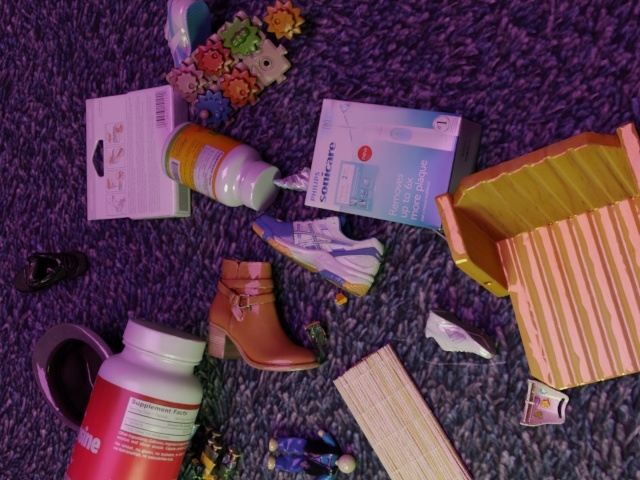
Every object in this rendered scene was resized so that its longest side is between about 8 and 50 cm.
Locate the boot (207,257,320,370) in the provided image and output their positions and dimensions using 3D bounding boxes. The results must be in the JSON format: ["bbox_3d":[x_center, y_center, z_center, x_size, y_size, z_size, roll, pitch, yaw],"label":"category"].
[{"bbox_3d":[-0.113,0.155,1.891,0.283,0.109,0.220,9,90,37],"label":"boot"}]

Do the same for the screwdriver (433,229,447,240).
[{"bbox_3d":[0.254,0.009,1.722,0.170,0.024,0.025,36,135,32],"label":"screwdriver"}]

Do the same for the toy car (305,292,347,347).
[{"bbox_3d":[0.018,0.164,1.853,0.122,0.060,0.040,-42,25,5],"label":"toy car"}]

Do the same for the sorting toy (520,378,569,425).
[{"bbox_3d":[0.407,0.296,1.618,0.075,0.045,0.083,12,95,22],"label":"sorting toy"}]

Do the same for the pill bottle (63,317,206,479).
[{"bbox_3d":[-0.386,0.385,1.910,0.229,0.229,0.407,15,86,29],"label":"pill bottle"}]

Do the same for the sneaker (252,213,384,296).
[{"bbox_3d":[0.000,0.000,1.832,0.296,0.112,0.131,28,85,26],"label":"sneaker"}]

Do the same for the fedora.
[{"bbox_3d":[-0.532,0.317,2.102,0.275,0.124,0.243,46,112,15],"label":"fedora"}]

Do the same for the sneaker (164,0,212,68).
[{"bbox_3d":[-0.292,-0.427,1.975,0.092,0.087,0.228,33,131,35],"label":"sneaker"}]

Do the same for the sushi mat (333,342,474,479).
[{"bbox_3d":[0.158,0.371,1.770,0.151,0.019,0.316,-40,71,24],"label":"sushi mat"}]

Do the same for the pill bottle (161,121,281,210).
[{"bbox_3d":[-0.209,-0.154,1.917,0.246,0.136,0.136,25,102,27],"label":"pill bottle"}]

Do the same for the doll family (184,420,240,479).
[{"bbox_3d":[-0.264,0.475,1.975,0.193,0.076,0.111,35,106,42],"label":"doll family"}]

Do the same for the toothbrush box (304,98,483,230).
[{"bbox_3d":[0.139,-0.145,1.725,0.296,0.126,0.216,13,93,30],"label":"toothbrush box"}]

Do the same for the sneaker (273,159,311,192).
[{"bbox_3d":[-0.047,-0.137,1.871,0.098,0.038,0.069,10,84,-8],"label":"sneaker"}]

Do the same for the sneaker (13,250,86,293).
[{"bbox_3d":[-0.698,0.077,2.200,0.228,0.130,0.087,-15,80,31],"label":"sneaker"}]

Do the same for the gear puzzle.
[{"bbox_3d":[-0.162,-0.377,1.893,0.339,0.044,0.175,-35,110,24],"label":"gear puzzle"}]

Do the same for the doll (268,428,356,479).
[{"bbox_3d":[-0.015,0.454,1.850,0.189,0.046,0.129,0,80,23],"label":"doll"}]

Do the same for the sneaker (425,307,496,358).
[{"bbox_3d":[0.264,0.187,1.697,0.152,0.054,0.061,31,114,32],"label":"sneaker"}]

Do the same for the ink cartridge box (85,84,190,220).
[{"bbox_3d":[-0.425,-0.196,2.082,0.261,0.066,0.296,-3,88,30],"label":"ink cartridge box"}]

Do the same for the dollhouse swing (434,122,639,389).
[{"bbox_3d":[0.419,0.050,1.484,0.347,0.315,0.305,-19,60,28],"label":"dollhouse swing"}]
